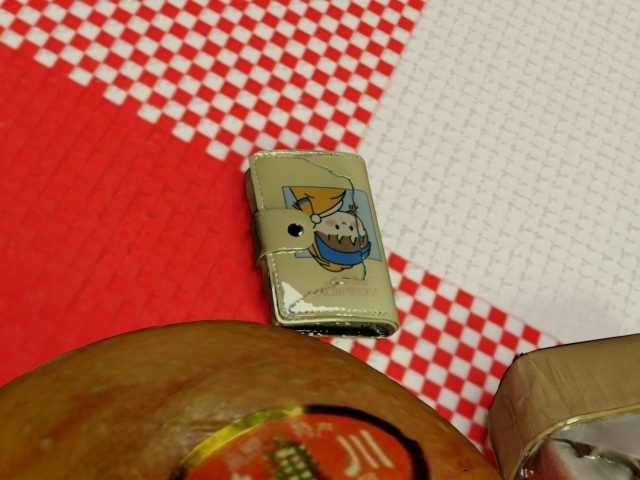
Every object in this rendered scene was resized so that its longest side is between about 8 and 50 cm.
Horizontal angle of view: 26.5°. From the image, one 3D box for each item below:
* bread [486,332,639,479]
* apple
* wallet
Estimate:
[{"bbox_3d":[0.239,0.174,1.004,0.224,0.142,0.212,-6,48,-25],"label":"bread"},{"bbox_3d":[-0.053,0.241,0.680,0.333,0.400,0.400,-35,77,-25],"label":"apple"},{"bbox_3d":[0.000,0.000,1.067,0.110,0.039,0.155,2,58,-23],"label":"wallet"}]
